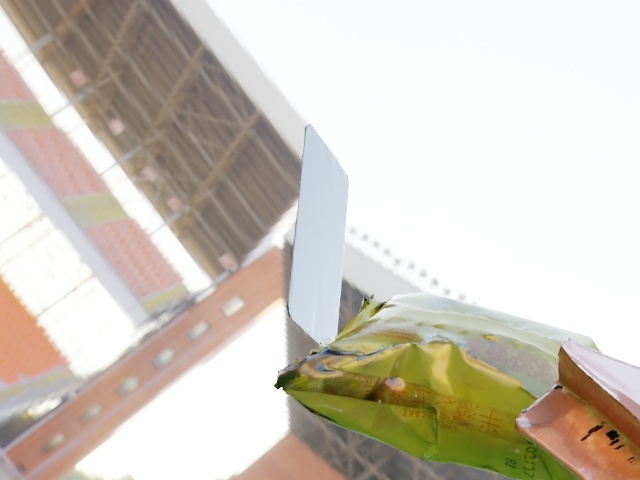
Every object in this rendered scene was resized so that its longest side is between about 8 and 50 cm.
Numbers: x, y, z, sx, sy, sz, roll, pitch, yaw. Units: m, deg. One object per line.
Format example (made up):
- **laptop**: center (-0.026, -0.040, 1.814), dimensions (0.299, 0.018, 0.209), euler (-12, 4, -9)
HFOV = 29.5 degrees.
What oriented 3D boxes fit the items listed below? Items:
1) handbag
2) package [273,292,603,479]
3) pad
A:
- **handbag**: center (0.219, 0.139, 0.647), dimensions (0.157, 0.059, 0.212), euler (18, 16, -36)
- **package**: center (0.099, 0.097, 0.824), dimensions (0.226, 0.168, 0.090), euler (13, -69, 19)
- **pad**: center (0.000, 0.000, 0.936), dimensions (0.003, 0.157, 0.112), euler (-2, -22, 19)
